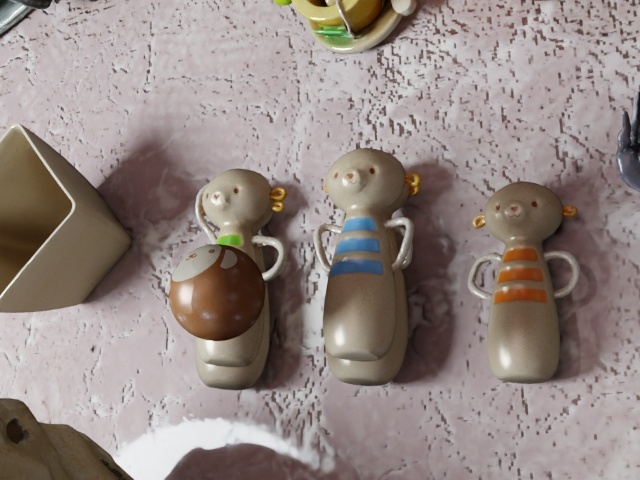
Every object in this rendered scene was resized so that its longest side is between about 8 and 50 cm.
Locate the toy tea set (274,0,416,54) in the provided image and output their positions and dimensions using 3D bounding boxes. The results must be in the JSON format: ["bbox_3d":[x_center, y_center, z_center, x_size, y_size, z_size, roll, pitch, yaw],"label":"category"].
[{"bbox_3d":[0.047,-0.246,0.749,0.336,0.124,0.200,-11,70,29],"label":"toy tea set"}]

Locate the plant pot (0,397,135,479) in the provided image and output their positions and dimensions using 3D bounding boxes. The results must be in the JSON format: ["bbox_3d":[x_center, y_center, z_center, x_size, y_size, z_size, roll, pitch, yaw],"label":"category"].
[{"bbox_3d":[-0.232,0.277,0.667,0.305,0.334,0.334,-46,56,-2],"label":"plant pot"}]

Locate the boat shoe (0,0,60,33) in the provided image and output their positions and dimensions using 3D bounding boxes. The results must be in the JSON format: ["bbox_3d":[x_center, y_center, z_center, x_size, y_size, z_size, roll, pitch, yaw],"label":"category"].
[{"bbox_3d":[-0.257,-0.255,0.957,0.335,0.121,0.119,-27,71,36],"label":"boat shoe"}]

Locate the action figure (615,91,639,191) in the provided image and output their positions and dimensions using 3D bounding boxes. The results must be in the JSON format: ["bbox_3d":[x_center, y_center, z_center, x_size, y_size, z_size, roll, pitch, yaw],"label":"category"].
[{"bbox_3d":[0.289,-0.069,0.524,0.275,0.164,0.141,-4,100,39],"label":"action figure"}]

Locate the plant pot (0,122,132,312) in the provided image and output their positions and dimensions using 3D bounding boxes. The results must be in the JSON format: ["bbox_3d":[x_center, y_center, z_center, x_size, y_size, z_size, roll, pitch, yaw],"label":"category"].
[{"bbox_3d":[-0.216,-0.007,0.853,0.109,0.096,0.109,-48,58,10],"label":"plant pot"}]

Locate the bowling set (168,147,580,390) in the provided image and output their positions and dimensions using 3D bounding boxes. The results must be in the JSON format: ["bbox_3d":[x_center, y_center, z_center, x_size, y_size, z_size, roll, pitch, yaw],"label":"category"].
[{"bbox_3d":[0.000,0.000,0.665,0.286,0.200,0.154,-5,71,26],"label":"bowling set"}]
